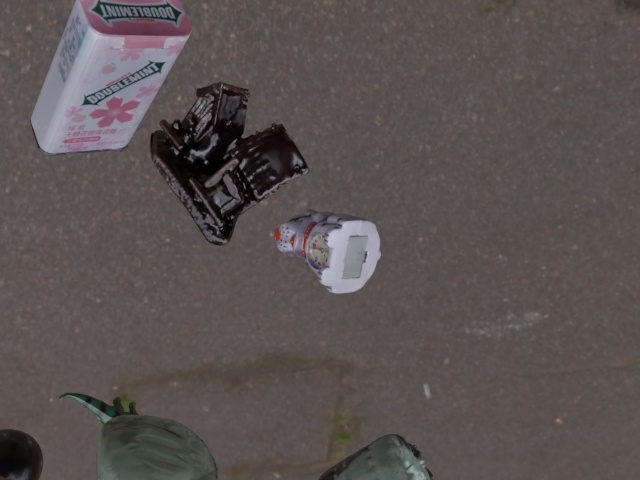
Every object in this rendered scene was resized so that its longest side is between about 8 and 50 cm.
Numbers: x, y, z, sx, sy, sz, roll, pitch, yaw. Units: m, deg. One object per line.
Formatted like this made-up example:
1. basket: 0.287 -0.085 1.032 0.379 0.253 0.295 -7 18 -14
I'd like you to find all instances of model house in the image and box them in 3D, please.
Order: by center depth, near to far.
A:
1. model house: -0.130 -0.124 1.047 0.164 0.141 0.203 -40 87 33

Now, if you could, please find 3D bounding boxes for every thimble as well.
1. thimble: 0.106 0.405 1.051 0.150 0.237 0.237 -33 136 8

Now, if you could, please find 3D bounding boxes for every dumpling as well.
1. dumpling: -0.237 0.328 1.031 0.152 0.219 0.108 12 119 -37

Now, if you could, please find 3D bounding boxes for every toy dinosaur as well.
1. toy dinosaur: -0.562 0.472 2.020 0.292 0.120 0.079 38 92 -10

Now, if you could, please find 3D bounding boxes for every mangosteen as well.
1. mangosteen: -0.607 0.445 1.434 0.152 0.152 0.152 -6 139 -5

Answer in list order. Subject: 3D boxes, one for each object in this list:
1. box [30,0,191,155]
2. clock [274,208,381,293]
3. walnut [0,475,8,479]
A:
1. box: -0.392 -0.294 1.349 0.190 0.112 0.369 -9 160 -39
2. clock: 0.000 0.001 1.798 0.189 0.254 0.189 -19 121 -36
3. walnut: -0.518 0.458 1.067 0.257 0.257 0.224 -20 163 11
